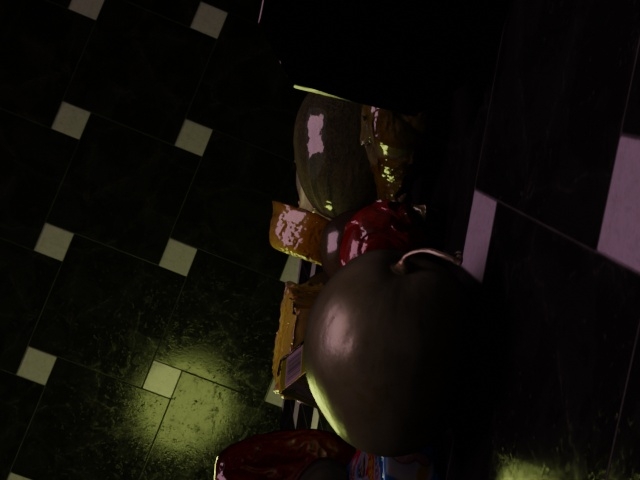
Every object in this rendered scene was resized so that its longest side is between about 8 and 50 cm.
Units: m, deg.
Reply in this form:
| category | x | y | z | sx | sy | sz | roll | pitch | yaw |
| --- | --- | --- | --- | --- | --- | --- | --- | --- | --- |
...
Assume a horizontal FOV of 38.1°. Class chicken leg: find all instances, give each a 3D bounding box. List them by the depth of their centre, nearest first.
| category | x | y | z | sx | sy | sz | roll | pitch | yaw |
| --- | --- | --- | --- | --- | --- | --- | --- | --- | --- |
| chicken leg | 0.148 | -0.137 | 1.753 | 0.201 | 0.152 | 0.429 | -67 | -20 | -69 |

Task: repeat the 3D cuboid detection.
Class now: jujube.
| category | x | y | z | sx | sy | sz | roll | pitch | yaw |
| --- | --- | --- | --- | --- | --- | --- | --- | --- | --- |
| jujube | -0.068 | 0.520 | 1.999 | 0.223 | 0.318 | 0.223 | -179 | 90 | -89 |

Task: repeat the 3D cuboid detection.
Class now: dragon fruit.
| category | x | y | z | sx | sy | sz | roll | pitch | yaw |
| --- | --- | --- | --- | --- | --- | --- | --- | --- | --- |
| dragon fruit | 0.117 | 0.021 | 1.630 | 0.172 | 0.172 | 0.209 | -118 | 46 | -78 |

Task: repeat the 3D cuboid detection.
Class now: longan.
| category | x | y | z | sx | sy | sz | roll | pitch | yaw |
| --- | --- | --- | --- | --- | --- | --- | --- | --- | --- |
| longan | 0.080 | 0.025 | 1.935 | 0.189 | 0.189 | 0.189 | -173 | 90 | -83 |

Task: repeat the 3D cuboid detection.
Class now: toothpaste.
| category | x | y | z | sx | sy | sz | roll | pitch | yaw |
| --- | --- | --- | --- | --- | --- | --- | --- | --- | --- |
| toothpaste | 0.063 | 0.180 | 1.601 | 0.327 | 0.110 | 0.077 | -42 | 29 | 34 |

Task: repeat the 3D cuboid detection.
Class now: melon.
| category | x | y | z | sx | sy | sz | roll | pitch | yaw |
| --- | --- | --- | --- | --- | --- | --- | --- | --- | --- |
| melon | 0.100 | 0.157 | 1.309 | 0.272 | 0.271 | 0.308 | -149 | 60 | -82 |
| melon | 0.062 | -0.204 | 2.019 | 0.248 | 0.248 | 0.329 | -147 | 61 | -82 |

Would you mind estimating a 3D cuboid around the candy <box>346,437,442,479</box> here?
| category | x | y | z | sx | sy | sz | roll | pitch | yaw |
| --- | --- | --- | --- | --- | --- | --- | --- | --- | --- |
| candy | 0.116 | 0.399 | 1.535 | 0.306 | 0.100 | 0.157 | 109 | 166 | -56 |

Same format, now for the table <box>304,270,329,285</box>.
| category | x | y | z | sx | sy | sz | roll | pitch | yaw |
| --- | --- | --- | --- | --- | --- | --- | --- | --- | --- |
| table | 0.035 | 0.207 | 2.237 | 0.167 | 0.167 | 0.227 | -90 | 1 | -45 |

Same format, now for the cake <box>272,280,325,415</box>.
| category | x | y | z | sx | sy | sz | roll | pitch | yaw |
| --- | --- | --- | --- | --- | --- | --- | --- | --- | --- |
| cake | 0.023 | 0.225 | 1.948 | 0.286 | 0.222 | 0.227 | -122 | 39 | -78 |

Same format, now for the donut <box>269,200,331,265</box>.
| category | x | y | z | sx | sy | sz | roll | pitch | yaw |
| --- | --- | --- | --- | --- | --- | --- | --- | --- | --- |
| donut | 0.002 | 0.001 | 2.136 | 0.277 | 0.277 | 0.108 | -160 | 89 | -83 |

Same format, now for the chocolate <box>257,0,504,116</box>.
| category | x | y | z | sx | sy | sz | roll | pitch | yaw |
| --- | --- | --- | --- | --- | --- | --- | --- | --- | --- |
| chocolate | 0.103 | -0.437 | 1.526 | 0.331 | 0.383 | 0.384 | -84 | 4 | -65 |

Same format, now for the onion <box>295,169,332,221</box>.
| category | x | y | z | sx | sy | sz | roll | pitch | yaw |
| --- | --- | --- | --- | --- | --- | --- | --- | --- | --- |
| onion | 0.032 | -0.177 | 2.547 | 0.349 | 0.159 | 0.267 | 105 | 158 | -53 |

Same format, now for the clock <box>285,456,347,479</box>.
| category | x | y | z | sx | sy | sz | roll | pitch | yaw |
| --- | --- | --- | --- | --- | --- | --- | --- | --- | --- |
| clock | 0.021 | 0.547 | 1.651 | 0.318 | 0.080 | 0.318 | 36 | -134 | -47 |
